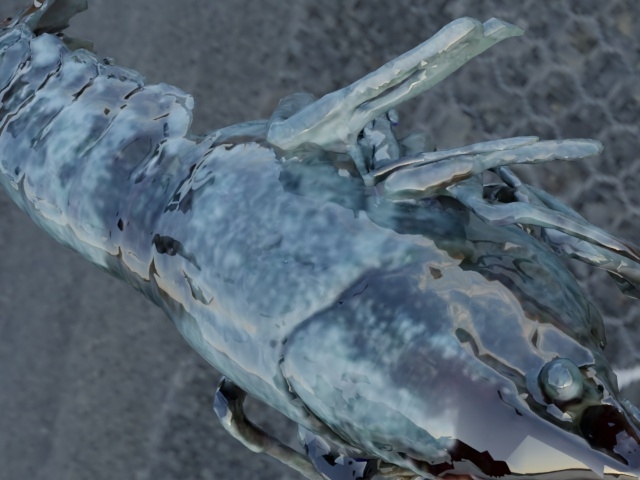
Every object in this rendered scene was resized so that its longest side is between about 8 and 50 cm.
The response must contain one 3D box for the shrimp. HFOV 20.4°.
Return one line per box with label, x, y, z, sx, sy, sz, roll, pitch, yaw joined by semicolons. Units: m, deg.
shrimp;0.000;0.003;0.683;0.410;0.166;0.221;22;126;27
